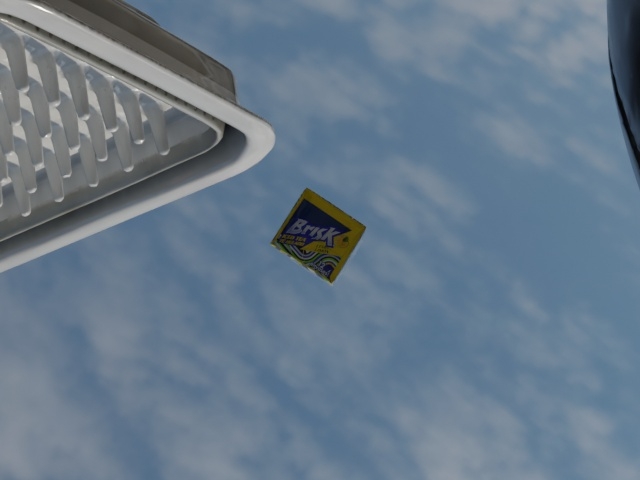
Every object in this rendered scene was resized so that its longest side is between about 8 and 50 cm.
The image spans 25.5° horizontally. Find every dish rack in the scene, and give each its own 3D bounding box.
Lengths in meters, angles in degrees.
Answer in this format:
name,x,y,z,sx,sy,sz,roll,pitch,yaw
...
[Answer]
name,x,y,z,sx,sy,sz,roll,pitch,yaw
dish rack,-0.220,-0.054,0.741,0.285,0.333,0.072,24,-130,-59

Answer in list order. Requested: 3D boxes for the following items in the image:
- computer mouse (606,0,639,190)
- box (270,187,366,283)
name,x,y,z,sx,sy,sz,roll,pitch,yaw
computer mouse,0.099,-0.037,0.332,0.072,0.188,0.272,2,-138,18
box,0.000,0.000,1.156,0.059,0.054,0.169,33,178,2
